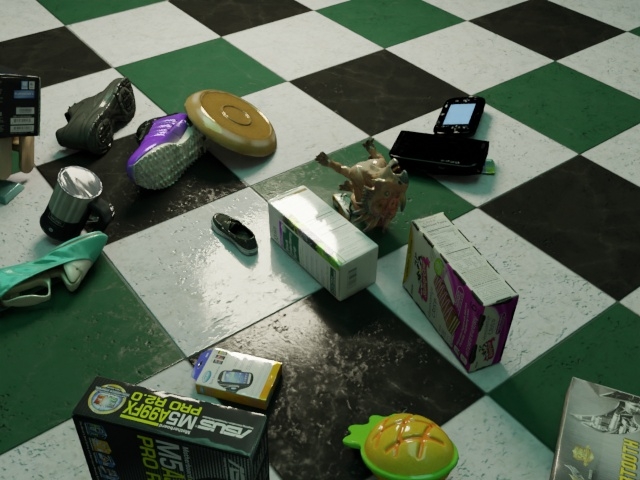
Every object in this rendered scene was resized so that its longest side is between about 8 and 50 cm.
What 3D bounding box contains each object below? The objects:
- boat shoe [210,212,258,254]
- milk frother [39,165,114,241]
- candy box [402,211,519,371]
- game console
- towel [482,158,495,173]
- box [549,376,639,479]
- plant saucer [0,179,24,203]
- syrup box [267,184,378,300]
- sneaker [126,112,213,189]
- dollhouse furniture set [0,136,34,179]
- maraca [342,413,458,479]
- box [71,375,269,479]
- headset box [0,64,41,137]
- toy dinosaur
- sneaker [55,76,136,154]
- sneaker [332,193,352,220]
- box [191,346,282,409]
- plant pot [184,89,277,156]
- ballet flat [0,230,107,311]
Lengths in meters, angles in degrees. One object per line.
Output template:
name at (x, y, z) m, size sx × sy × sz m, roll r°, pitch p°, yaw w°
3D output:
boat shoe at (-0.171, -0.023, 1.426) m, size 0.049 × 0.040 × 0.142 m, roll -29°, pitch 49°, yaw -30°
milk frother at (-0.467, -0.081, 1.415) m, size 0.129 × 0.135 × 0.143 m, roll 27°, pitch 40°, yaw -17°
candy box at (0.230, 0.084, 1.216) m, size 0.071 × 0.159 × 0.233 m, roll -14°, pitch 41°, yaw -18°
game console at (0.306, -0.263, 1.713) m, size 0.213 × 0.044 × 0.361 m, roll 10°, pitch 39°, yaw 17°
towel at (0.360, -0.173, 1.641) m, size 0.083 × 0.010 × 0.060 m, roll 6°, pitch 40°, yaw 7°
box at (0.431, 0.321, 1.018) m, size 0.182 × 0.056 × 0.231 m, roll 17°, pitch 42°, yaw 17°
plant saucer at (-0.747, -0.122, 1.551) m, size 0.191 × 0.018 × 0.067 m, roll 12°, pitch 41°, yaw 14°
syrup box at (0.000, 0.000, 1.362) m, size 0.096 × 0.093 × 0.237 m, roll -26°, pitch 47°, yaw -28°
sneaker at (-0.369, -0.211, 1.606) m, size 0.146 × 0.102 × 0.293 m, roll 17°, pitch 35°, yaw 18°
dollhouse furniture set at (-0.767, -0.157, 1.508) m, size 0.212 × 0.161 × 0.242 m, roll 13°, pitch 19°, yaw 14°
maraca at (0.113, 0.295, 1.016) m, size 0.127 × 0.099 × 0.185 m, roll -13°, pitch 16°, yaw -31°
box at (-0.171, 0.295, 0.870) m, size 0.216 × 0.270 × 0.060 m, roll 11°, pitch 40°, yaw 11°
headset box at (-0.767, -0.304, 1.479) m, size 0.283 × 0.131 × 0.246 m, roll 22°, pitch 22°, yaw 37°
toy dinosaur at (0.108, -0.084, 1.397) m, size 0.127 × 0.296 × 0.200 m, roll -32°, pitch 65°, yaw 3°
sneaker at (-0.543, -0.314, 1.722) m, size 0.130 × 0.109 × 0.286 m, roll 3°, pitch 38°, yaw 12°
sneaker at (0.054, -0.075, 1.499) m, size 0.036 × 0.032 × 0.083 m, roll -11°, pitch 42°, yaw -14°
box at (-0.138, 0.220, 1.149) m, size 0.136 × 0.028 × 0.081 m, roll 10°, pitch 41°, yaw 14°
plant pot at (-0.201, -0.283, 1.659) m, size 0.236 × 0.032 × 0.236 m, roll 25°, pitch 31°, yaw -16°
ballet flat at (-0.493, 0.066, 1.299) m, size 0.247 × 0.083 × 0.087 m, roll -24°, pitch 70°, yaw -27°
